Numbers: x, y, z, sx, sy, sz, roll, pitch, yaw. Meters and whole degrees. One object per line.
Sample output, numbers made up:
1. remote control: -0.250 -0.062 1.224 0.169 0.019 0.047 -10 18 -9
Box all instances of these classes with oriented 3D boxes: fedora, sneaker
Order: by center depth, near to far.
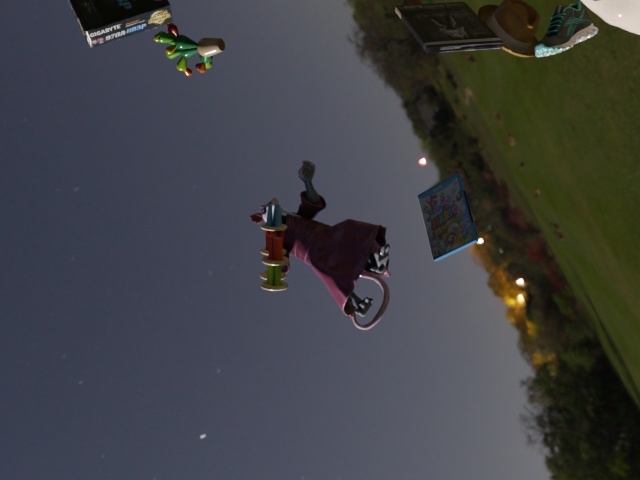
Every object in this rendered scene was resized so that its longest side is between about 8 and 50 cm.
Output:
1. sneaker: 0.433 -0.383 1.309 0.166 0.065 0.076 -33 -74 -36
2. fedora: 0.477 -0.532 1.770 0.194 0.079 0.194 15 -132 -17

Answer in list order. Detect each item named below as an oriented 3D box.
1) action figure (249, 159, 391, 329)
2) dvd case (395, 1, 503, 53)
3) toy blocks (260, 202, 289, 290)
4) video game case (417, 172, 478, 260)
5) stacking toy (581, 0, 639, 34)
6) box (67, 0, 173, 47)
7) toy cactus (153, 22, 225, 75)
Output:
1. action figure: 0.000 0.000 1.679 0.370 0.248 0.276 29 168 31
2. dvd case: 0.270 -0.457 1.550 0.221 0.164 0.018 -109 17 -49
3. toy blocks: -0.088 0.009 1.391 0.123 0.054 0.148 -115 26 -76
4. video game case: 0.282 -0.052 1.618 0.015 0.119 0.166 13 -122 -42
5. stacking toy: 0.671 -0.632 1.274 0.350 0.480 0.350 28 171 5
6. box: -0.417 -0.498 1.452 0.220 0.175 0.051 60 164 25
7. toy cactus: -0.337 -0.523 1.960 0.219 0.180 0.112 37 -122 -56
